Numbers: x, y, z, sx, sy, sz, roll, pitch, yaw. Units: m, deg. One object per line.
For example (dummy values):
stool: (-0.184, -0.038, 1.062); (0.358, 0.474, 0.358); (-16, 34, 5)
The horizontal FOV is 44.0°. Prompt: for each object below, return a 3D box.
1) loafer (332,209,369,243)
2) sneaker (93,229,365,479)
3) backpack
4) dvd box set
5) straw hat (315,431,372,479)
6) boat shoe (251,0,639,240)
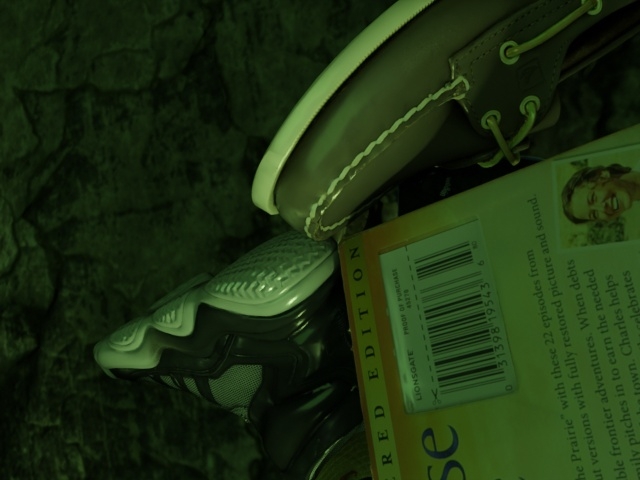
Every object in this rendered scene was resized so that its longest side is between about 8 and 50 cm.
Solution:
loafer: (0.000, 0.000, 0.572); (0.050, 0.056, 0.148); (13, 92, 18)
sneaker: (-0.055, 0.098, 0.548); (0.268, 0.101, 0.153); (-26, 98, 48)
backpack: (0.113, -0.004, 0.506); (0.114, 0.084, 0.105); (0, 84, 31)
dvd box set: (0.204, 0.084, 0.309); (0.420, 0.062, 0.308); (-23, 68, 36)
straw hat: (0.030, 0.196, 0.540); (0.061, 0.144, 0.144); (38, 105, -17)
boat shoe: (0.105, -0.104, 0.456); (0.324, 0.116, 0.097); (-41, 78, -15)
